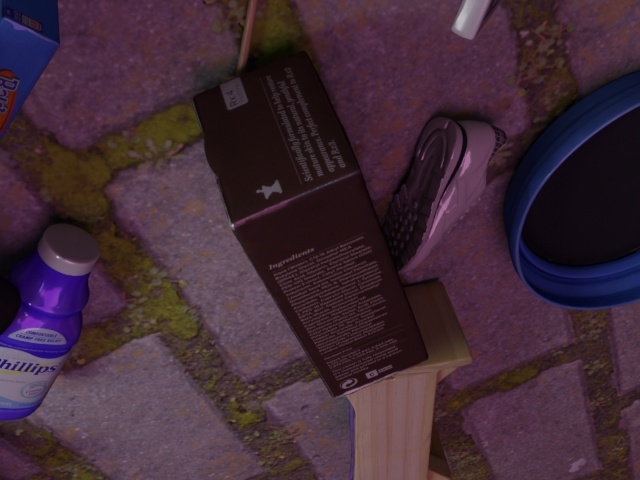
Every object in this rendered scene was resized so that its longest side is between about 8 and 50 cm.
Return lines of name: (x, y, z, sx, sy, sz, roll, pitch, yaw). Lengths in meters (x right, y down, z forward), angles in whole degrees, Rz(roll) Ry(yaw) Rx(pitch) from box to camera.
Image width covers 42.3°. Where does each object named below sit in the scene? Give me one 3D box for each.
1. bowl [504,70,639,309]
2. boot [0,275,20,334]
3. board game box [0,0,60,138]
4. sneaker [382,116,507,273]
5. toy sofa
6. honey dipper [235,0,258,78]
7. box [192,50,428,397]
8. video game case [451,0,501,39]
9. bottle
bowl: (0.433, -0.065, 1.129, 0.391, 0.077, 0.391, -10, 134, -11)
boot: (-0.373, 0.045, 0.712, 0.366, 0.146, 0.445, -3, 165, 3)
board game box: (-0.278, -0.165, 0.691, 0.047, 0.210, 0.160, 23, 122, -36)
sneaker: (0.154, -0.047, 1.047, 0.094, 0.090, 0.235, -2, 134, -31)
toy sofa: (0.112, 0.241, 1.253, 0.177, 0.150, 0.363, -9, 134, -5)
honey dipper: (-0.080, -0.194, 0.861, 0.030, 0.030, 0.161, 0, 130, -19)
box: (0.000, 0.000, 0.934, 0.143, 0.191, 0.381, -24, 142, 3)
video game case: (0.189, -0.307, 0.734, 0.026, 0.227, 0.206, 27, 128, 8)
bottle: (-0.351, 0.102, 0.999, 0.118, 0.092, 0.283, 14, 126, -36)
